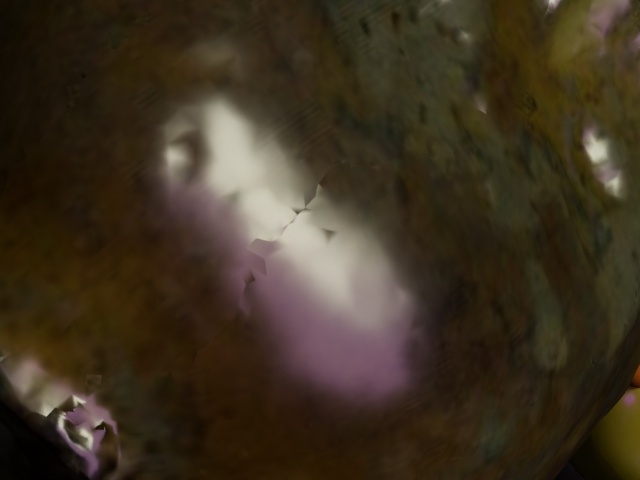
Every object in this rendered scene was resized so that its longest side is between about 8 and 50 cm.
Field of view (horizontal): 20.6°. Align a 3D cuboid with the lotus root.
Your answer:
[{"bbox_3d":[-0.010,-0.006,0.539,0.260,0.149,0.267,-34,118,-43],"label":"lotus root"}]

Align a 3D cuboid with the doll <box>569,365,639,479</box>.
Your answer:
[{"bbox_3d":[0.137,0.078,0.764,0.143,0.135,0.221,-74,148,-67],"label":"doll"}]
